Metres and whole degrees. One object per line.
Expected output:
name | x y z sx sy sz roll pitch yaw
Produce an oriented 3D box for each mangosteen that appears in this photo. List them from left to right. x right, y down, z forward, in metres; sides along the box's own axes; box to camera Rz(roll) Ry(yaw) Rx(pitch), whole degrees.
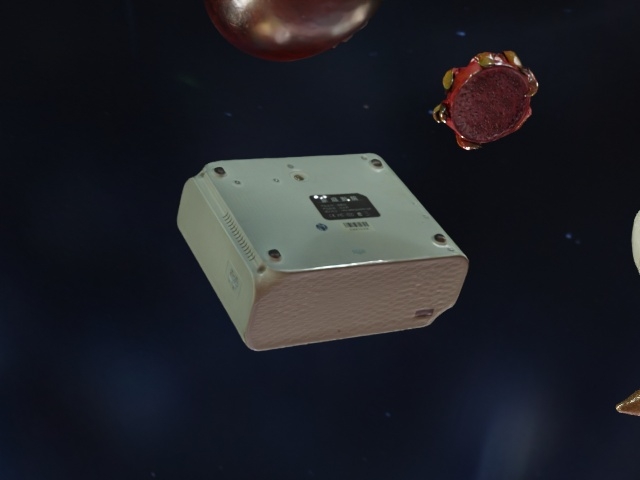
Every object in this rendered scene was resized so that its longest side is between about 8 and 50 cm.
mangosteen | -0.035 -0.253 0.947 0.199 0.200 0.200 -9 -71 -28

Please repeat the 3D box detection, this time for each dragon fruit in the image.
dragon fruit | 0.193 -0.172 1.306 0.126 0.068 0.112 -41 -54 4

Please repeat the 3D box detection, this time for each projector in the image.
projector | 0.000 0.000 1.154 0.250 0.198 0.108 -6 -51 -28

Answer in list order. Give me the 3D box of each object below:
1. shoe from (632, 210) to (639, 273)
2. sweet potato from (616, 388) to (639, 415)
shoe | 0.589 0.069 1.775 0.110 0.095 0.265 4 -114 -53
sweet potato | 0.444 0.172 1.287 0.218 0.051 0.065 -15 -23 -9
